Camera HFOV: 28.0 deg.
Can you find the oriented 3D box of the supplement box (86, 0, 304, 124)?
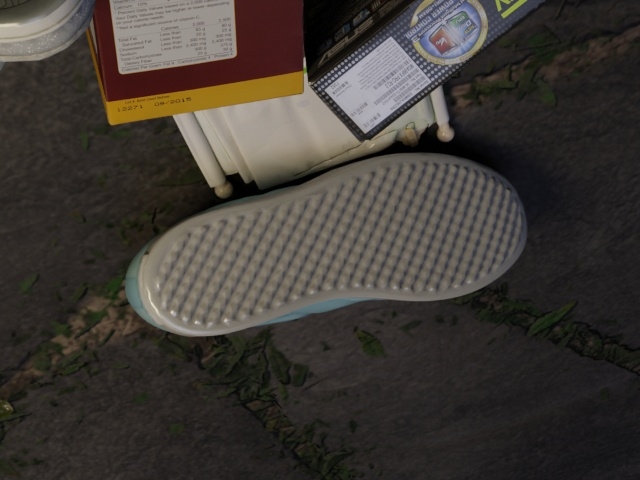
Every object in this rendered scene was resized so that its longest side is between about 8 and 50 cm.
[{"bbox_3d":[-0.095,-0.215,0.811,0.129,0.191,0.194,-10,136,-11],"label":"supplement box"}]

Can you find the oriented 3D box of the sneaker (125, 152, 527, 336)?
[{"bbox_3d":[0.000,0.000,1.130,0.365,0.150,0.135,-7,92,-23],"label":"sneaker"}]

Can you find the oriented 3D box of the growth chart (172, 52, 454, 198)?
[{"bbox_3d":[-0.006,-0.116,1.065,0.237,0.021,0.172,-16,136,-4],"label":"growth chart"}]

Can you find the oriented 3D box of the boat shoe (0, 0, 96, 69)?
[{"bbox_3d":[-0.243,-0.162,0.768,0.103,0.320,0.118,48,62,-52],"label":"boat shoe"}]

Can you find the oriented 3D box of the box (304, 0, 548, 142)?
[{"bbox_3d":[0.105,-0.210,0.868,0.270,0.216,0.060,-37,116,17],"label":"box"}]
